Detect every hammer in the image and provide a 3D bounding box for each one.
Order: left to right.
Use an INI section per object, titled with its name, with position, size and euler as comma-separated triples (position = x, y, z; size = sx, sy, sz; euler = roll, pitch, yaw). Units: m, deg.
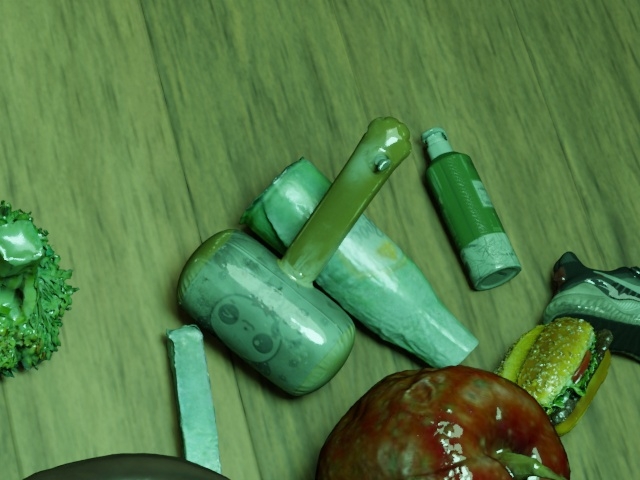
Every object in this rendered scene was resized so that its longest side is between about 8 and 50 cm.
[hammer]
position = 0.000, 0.000, 1.940
size = 0.202, 0.113, 0.305
euler = 38, 98, 1

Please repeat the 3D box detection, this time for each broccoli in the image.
[broccoli]
position = -0.333, 0.031, 1.830
size = 0.219, 0.194, 0.194
euler = 4, 60, -25

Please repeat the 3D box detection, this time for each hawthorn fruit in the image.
[hawthorn fruit]
position = 0.123, 0.241, 1.839
size = 0.258, 0.262, 0.258
euler = 5, 51, -6

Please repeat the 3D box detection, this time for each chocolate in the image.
[chocolate]
position = 0.051, 0.036, 2.029
size = 0.291, 0.110, 0.110
euler = 41, 56, 4

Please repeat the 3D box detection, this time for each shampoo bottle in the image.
[shampoo bottle]
position = 0.169, -0.043, 2.141
size = 0.065, 0.065, 0.204
euler = -12, 66, -26

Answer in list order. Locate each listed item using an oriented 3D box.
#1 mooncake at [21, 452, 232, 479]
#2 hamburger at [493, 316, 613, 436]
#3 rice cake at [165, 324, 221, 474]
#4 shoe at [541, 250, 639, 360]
[mooncake]
position = -0.190, 0.354, 1.709
size = 0.326, 0.174, 0.334
euler = 31, 54, -4
[hamburger]
position = 0.253, 0.147, 2.013
size = 0.087, 0.137, 0.166
euler = 50, 48, -15
[rice cake]
position = -0.131, 0.187, 1.909
size = 0.043, 0.034, 0.211
euler = -3, 63, -12
[shoe]
position = 0.365, 0.075, 2.126
size = 0.227, 0.099, 0.112
euler = 8, 51, -15
